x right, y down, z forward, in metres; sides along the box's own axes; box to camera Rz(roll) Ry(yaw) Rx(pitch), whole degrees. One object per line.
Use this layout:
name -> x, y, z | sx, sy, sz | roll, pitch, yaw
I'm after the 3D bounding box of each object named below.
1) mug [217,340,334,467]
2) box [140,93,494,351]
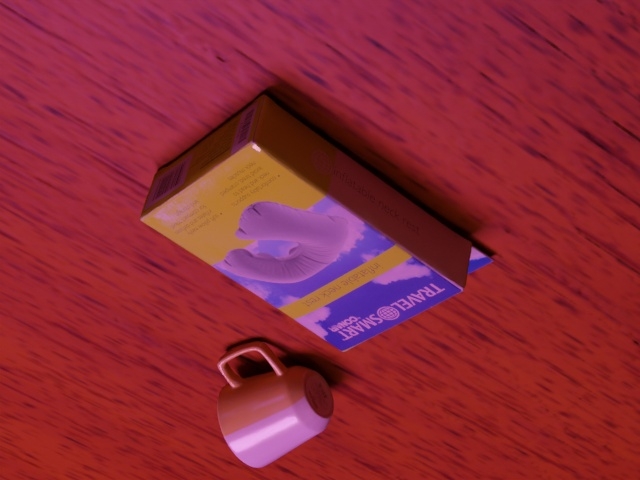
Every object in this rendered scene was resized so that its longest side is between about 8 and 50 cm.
mug -> -0.031, 0.111, 0.911 | 0.064, 0.062, 0.078 | -25, 136, 28
box -> 0.000, 0.000, 0.774 | 0.178, 0.042, 0.109 | 34, 137, -26
